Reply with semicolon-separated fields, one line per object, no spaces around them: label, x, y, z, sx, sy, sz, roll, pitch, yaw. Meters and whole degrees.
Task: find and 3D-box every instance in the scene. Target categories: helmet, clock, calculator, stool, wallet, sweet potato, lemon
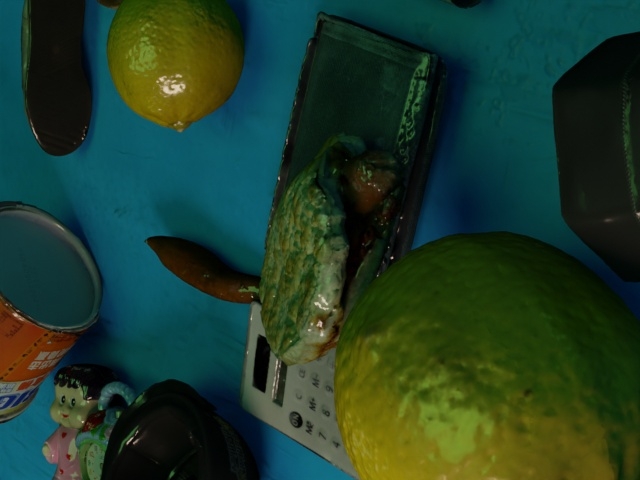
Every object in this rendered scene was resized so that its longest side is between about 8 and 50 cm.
helmet;-0.170;0.326;1.718;0.230;0.160;0.279;-44;35;23
clock;-0.317;0.279;1.912;0.194;0.100;0.195;3;95;41
calculator;-0.008;0.184;1.636;0.261;0.021;0.161;24;115;40
stool;0.319;-0.080;1.193;0.141;0.232;0.232;-7;85;42
wallet;0.038;-0.081;1.574;0.237;0.075;0.342;29;112;48
sweet potato;-0.147;0.045;1.771;0.264;0.057;0.057;27;109;37
lemon;-0.186;-0.240;1.719;0.178;0.178;0.203;-13;79;44
lemon;0.169;0.154;1.277;0.336;0.336;0.336;0;91;45

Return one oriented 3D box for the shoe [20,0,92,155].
shoe;-0.402;-0.264;1.991;0.098;0.103;0.275;5;94;63

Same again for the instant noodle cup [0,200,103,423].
instant noodle cup;-0.471;0.095;1.951;0.214;0.296;0.296;-39;64;29

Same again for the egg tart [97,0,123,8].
egg tart;-0.304;-0.449;1.890;0.241;0.106;0.241;2;93;49

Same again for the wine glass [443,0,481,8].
wine glass;0.097;-0.333;1.494;0.222;0.103;0.103;34;113;39

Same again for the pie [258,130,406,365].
pie;-0.004;0.008;1.437;0.274;0.105;0.257;-136;66;-73
